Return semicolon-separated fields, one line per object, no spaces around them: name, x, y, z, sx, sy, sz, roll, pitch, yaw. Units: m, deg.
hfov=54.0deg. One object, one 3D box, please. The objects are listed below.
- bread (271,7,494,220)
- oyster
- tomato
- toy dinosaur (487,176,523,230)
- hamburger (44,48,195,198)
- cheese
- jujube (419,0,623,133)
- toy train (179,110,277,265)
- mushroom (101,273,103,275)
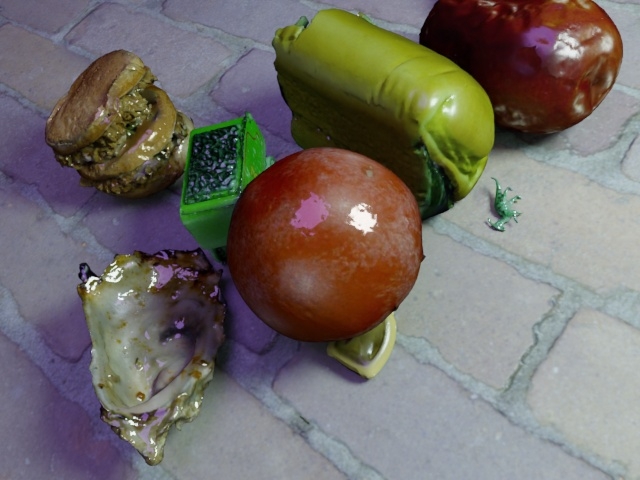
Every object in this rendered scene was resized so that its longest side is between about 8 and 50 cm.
bread;0.103;-0.201;0.980;0.208;0.251;0.376;-28;48;-21
oyster;-0.227;0.153;0.935;0.221;0.096;0.361;-13;52;-16
tomato;0.000;0.000;0.842;0.264;0.265;0.265;-10;54;14
toy dinosaur;0.270;-0.052;0.947;0.062;0.021;0.083;-47;54;3
hamburger;-0.371;-0.200;1.171;0.245;0.211;0.260;-43;47;-2
cheese;0.083;0.113;0.894;0.086;0.036;0.162;26;70;31
jujube;0.301;-0.293;0.988;0.223;0.223;0.318;-42;49;-10
toy train;-0.138;-0.080;1.014;0.132;0.188;0.243;-11;53;13
mushroom;-0.327;0.092;1.053;0.123;0.052;0.123;-6;59;11
